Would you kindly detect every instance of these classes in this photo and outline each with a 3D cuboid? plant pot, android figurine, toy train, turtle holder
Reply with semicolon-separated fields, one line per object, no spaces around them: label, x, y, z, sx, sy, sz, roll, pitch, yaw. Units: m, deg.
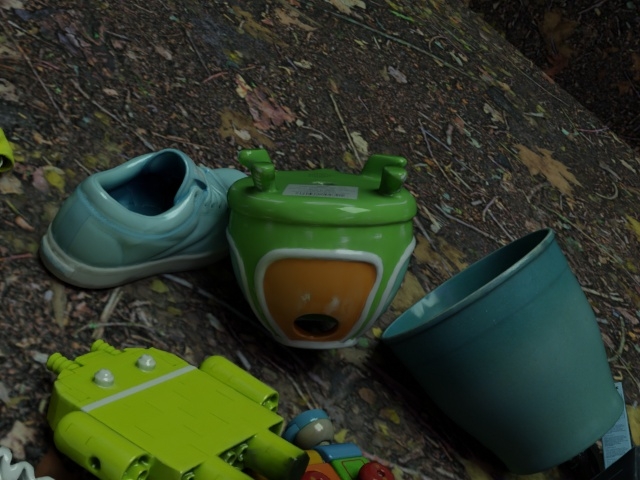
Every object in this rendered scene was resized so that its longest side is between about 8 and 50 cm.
plant pot;0.262;0.163;1.267;0.255;0.272;0.272;57;34;0
android figurine;-0.151;0.174;0.929;0.273;0.056;0.248;27;21;27
toy train;-0.051;0.250;0.987;0.248;0.105;0.143;4;36;-41
turtle holder;-0.014;0.002;1.207;0.243;0.227;0.320;-3;13;-26

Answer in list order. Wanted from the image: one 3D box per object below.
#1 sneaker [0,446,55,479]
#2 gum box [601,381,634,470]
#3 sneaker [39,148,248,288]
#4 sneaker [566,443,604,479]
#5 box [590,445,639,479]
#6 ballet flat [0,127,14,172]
sneaker;-0.270;0.244;0.774;0.292;0.110;0.118;26;44;-18
gum box;0.429;0.322;1.338;0.184;0.041;0.157;-72;147;-55
sneaker;-0.171;-0.048;1.175;0.135;0.150;0.366;47;33;10
sneaker;0.357;0.297;1.372;0.076;0.065;0.166;-9;61;-13
box;0.389;0.482;1.026;0.293;0.212;0.395;36;33;-4
ballet flat;-0.424;-0.075;1.038;0.077;0.077;0.231;56;31;-5
